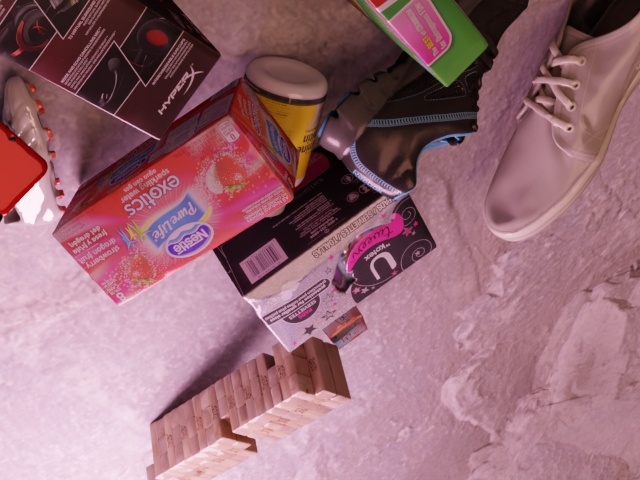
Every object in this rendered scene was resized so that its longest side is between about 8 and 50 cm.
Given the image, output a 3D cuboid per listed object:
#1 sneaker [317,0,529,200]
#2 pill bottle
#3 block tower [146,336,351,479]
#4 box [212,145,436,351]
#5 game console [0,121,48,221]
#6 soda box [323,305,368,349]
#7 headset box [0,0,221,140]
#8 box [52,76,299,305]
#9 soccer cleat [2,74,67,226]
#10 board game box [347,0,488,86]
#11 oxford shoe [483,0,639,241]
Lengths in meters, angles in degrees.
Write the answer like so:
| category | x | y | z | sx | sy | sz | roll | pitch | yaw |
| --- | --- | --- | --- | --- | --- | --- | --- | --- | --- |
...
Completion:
| category | x | y | z | sx | sy | sz | roll | pitch | yaw |
| --- | --- | --- | --- | --- | --- | --- | --- | --- | --- |
| sneaker | 0.152 | -0.194 | 1.190 | 0.341 | 0.139 | 0.125 | -44 | -179 | -12 |
| pill bottle | -0.059 | -0.126 | 1.184 | 0.103 | 0.103 | 0.184 | -3 | 126 | -30 |
| block tower | -0.116 | 0.254 | 1.389 | 0.335 | 0.097 | 0.091 | -36 | 139 | 27 |
| box | 0.000 | 0.000 | 1.278 | 0.247 | 0.163 | 0.142 | -36 | 133 | -1 |
| game console | -0.392 | -0.085 | 1.027 | 0.144 | 0.124 | 0.085 | 45 | 55 | -32 |
| soda box | 0.026 | 0.112 | 1.396 | 0.058 | 0.063 | 0.183 | -35 | 167 | -3 |
| headset box | -0.265 | -0.241 | 0.885 | 0.293 | 0.218 | 0.110 | 28 | 106 | -42 |
| box | -0.161 | -0.055 | 1.093 | 0.257 | 0.128 | 0.123 | -31 | 113 | 17 |
| soccer cleat | -0.335 | -0.091 | 1.070 | 0.076 | 0.068 | 0.196 | -15 | 134 | -18 |
| board game box | 0.014 | -0.317 | 0.981 | 0.064 | 0.242 | 0.316 | -46 | 134 | 8 |
| oxford shoe | 0.348 | -0.207 | 1.334 | 0.130 | 0.169 | 0.449 | 21 | 106 | -39 |
